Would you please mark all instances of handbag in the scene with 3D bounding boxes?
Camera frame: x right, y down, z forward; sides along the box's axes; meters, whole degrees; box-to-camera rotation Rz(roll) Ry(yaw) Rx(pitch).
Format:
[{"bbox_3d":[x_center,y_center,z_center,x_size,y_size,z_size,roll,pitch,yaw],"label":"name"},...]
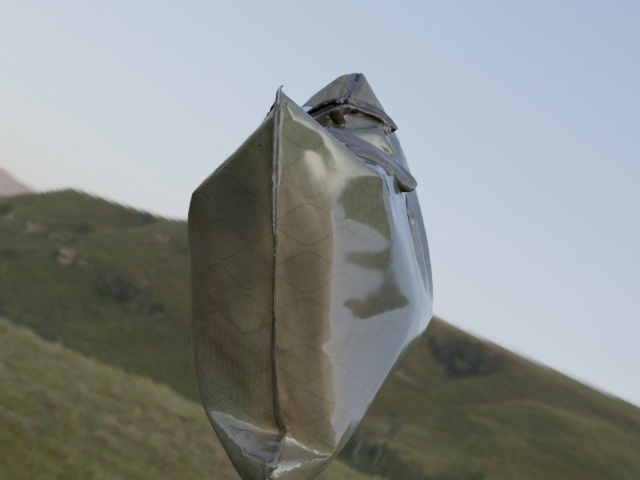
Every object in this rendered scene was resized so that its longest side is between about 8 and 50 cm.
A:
[{"bbox_3d":[0.000,0.000,0.585,0.117,0.182,0.270,5,15,9],"label":"handbag"}]
